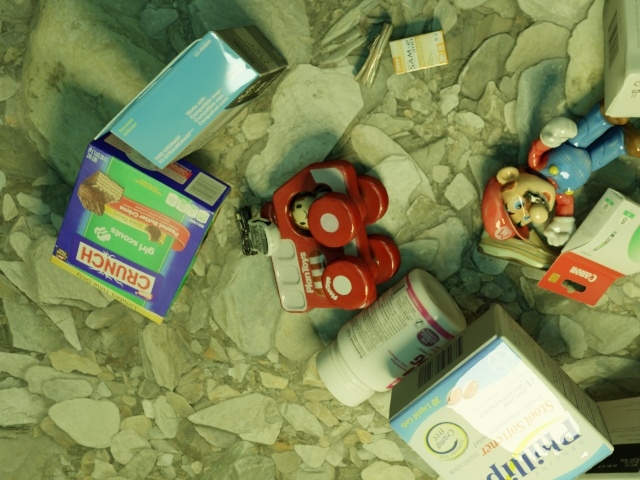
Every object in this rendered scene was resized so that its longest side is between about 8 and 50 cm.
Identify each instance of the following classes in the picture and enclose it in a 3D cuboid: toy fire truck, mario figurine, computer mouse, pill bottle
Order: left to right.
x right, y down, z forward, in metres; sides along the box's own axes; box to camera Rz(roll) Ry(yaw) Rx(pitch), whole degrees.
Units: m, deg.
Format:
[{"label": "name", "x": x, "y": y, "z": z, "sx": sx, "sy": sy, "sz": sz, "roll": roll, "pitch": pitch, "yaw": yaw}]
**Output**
[{"label": "computer mouse", "x": -0.115, "y": -0.009, "z": 1.505, "sx": 0.042, "sy": 0.193, "sz": 0.106, "roll": -12, "pitch": 102, "yaw": -22}, {"label": "toy fire truck", "x": 0.000, "y": 0.000, "z": 1.499, "sx": 0.254, "sy": 0.169, "sz": 0.302, "roll": -4, "pitch": 107, "yaw": 30}, {"label": "pill bottle", "x": 0.136, "y": 0.199, "z": 1.531, "sx": 0.283, "sy": 0.160, "sz": 0.160, "roll": -41, "pitch": 98, "yaw": 19}, {"label": "mario figurine", "x": 0.436, "y": -0.103, "z": 1.375, "sx": 0.320, "sy": 0.170, "sz": 0.198, "roll": -39, "pitch": 81, "yaw": 14}]

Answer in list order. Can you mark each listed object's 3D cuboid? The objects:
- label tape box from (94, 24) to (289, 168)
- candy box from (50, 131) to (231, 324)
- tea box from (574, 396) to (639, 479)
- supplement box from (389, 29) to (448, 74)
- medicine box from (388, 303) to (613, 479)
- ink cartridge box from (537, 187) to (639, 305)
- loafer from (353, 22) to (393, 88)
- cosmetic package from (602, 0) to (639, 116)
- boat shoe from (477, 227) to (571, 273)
[{"label": "label tape box", "x": -0.210, "y": -0.248, "z": 1.338, "sx": 0.249, "sy": 0.347, "sz": 0.115, "roll": -39, "pitch": 99, "yaw": 19}, {"label": "candy box", "x": -0.363, "y": -0.030, "z": 1.525, "sx": 0.268, "sy": 0.122, "sz": 0.317, "roll": 29, "pitch": 125, "yaw": -2}, {"label": "tea box", "x": 0.604, "y": 0.486, "z": 1.445, "sx": 0.323, "sy": 0.220, "sz": 0.329, "roll": 51, "pitch": 146, "yaw": -9}, {"label": "supplement box", "x": 0.181, "y": -0.346, "z": 1.408, "sx": 0.099, "sy": 0.036, "sz": 0.062, "roll": -10, "pitch": 106, "yaw": 13}, {"label": "medicine box", "x": 0.314, "y": 0.313, "z": 1.366, "sx": 0.289, "sy": 0.149, "sz": 0.263, "roll": 45, "pitch": 109, "yaw": -6}, {"label": "ink cartridge box", "x": 0.537, "y": 0.030, "z": 1.426, "sx": 0.181, "sy": 0.056, "sz": 0.224, "roll": 19, "pitch": 111, "yaw": -31}, {"label": "loafer", "x": 0.097, "y": -0.346, "z": 1.420, "sx": 0.039, "sy": 0.045, "sz": 0.125, "roll": 23, "pitch": 113, "yaw": 8}, {"label": "cosmetic package", "x": 0.670, "y": -0.324, "z": 1.232, "sx": 0.385, "sy": 0.156, "sz": 0.217, "roll": 3, "pitch": 73, "yaw": 8}, {"label": "boat shoe", "x": 0.404, "y": 0.012, "z": 1.480, "sx": 0.190, "sy": 0.068, "sz": 0.072, "roll": 14, "pitch": 98, "yaw": 4}]
